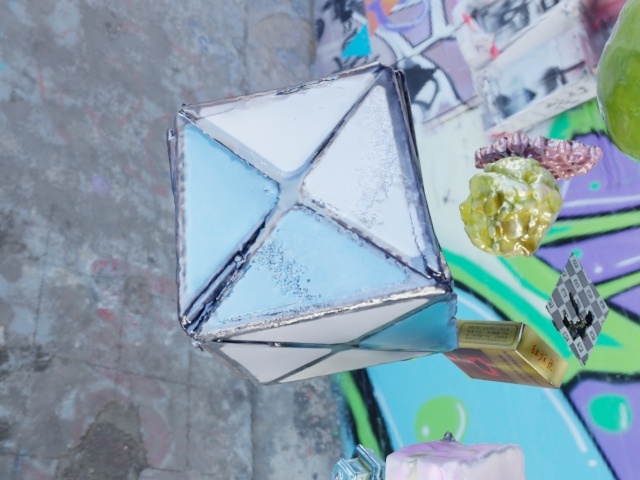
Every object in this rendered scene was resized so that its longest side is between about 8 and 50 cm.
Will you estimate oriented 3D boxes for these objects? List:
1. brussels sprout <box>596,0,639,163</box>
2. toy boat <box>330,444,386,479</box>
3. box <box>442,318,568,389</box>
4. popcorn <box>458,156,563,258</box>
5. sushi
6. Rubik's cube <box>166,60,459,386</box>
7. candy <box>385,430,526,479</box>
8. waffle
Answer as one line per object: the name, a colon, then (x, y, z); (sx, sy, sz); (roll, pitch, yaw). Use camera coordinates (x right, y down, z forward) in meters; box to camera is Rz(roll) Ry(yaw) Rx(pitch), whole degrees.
brussels sprout: (0.373, -0.166, 0.651); (0.244, 0.244, 0.244); (29, 49, -40)
toy boat: (0.054, 0.536, 1.437); (0.098, 0.109, 0.238); (2, 112, -37)
box: (0.362, 0.231, 1.457); (0.159, 0.240, 0.071); (39, 67, -26)
popcorn: (0.345, -0.063, 1.297); (0.167, 0.186, 0.187); (32, 67, 17)
sushi: (0.619, 0.175, 1.746); (0.193, 0.043, 0.279); (56, 42, -8)
Rubik's cube: (0.000, 0.000, 0.904); (0.310, 0.306, 0.306); (67, 15, -64)
candy: (0.159, 0.370, 0.830); (0.155, 0.115, 0.265); (4, 85, -47)
waffle: (0.433, -0.161, 1.413); (0.234, 0.221, 0.056); (7, 82, -13)
